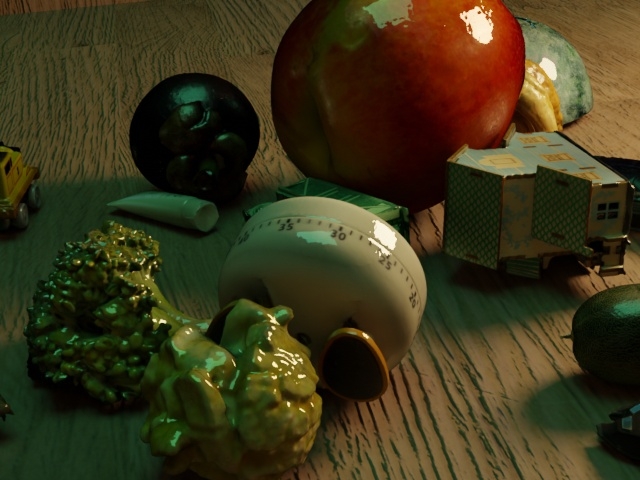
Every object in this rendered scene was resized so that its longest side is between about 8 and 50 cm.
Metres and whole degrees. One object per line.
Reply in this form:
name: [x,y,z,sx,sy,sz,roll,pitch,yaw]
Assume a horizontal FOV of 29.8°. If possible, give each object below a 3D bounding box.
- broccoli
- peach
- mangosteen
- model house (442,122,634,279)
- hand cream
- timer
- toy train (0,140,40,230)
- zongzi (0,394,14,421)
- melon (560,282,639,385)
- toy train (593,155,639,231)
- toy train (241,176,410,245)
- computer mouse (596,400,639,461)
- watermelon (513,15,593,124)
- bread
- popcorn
broccoli: [-0.223,0.068,1.423,0.273,0.180,0.242,-2,23,5]
peach: [0.122,-0.232,1.758,0.388,0.388,0.388,-3,24,2]
mangosteen: [-0.193,-0.151,1.911,0.211,0.211,0.250,-10,35,-14]
model house: [0.260,-0.040,1.590,0.206,0.178,0.271,-4,26,-14]
hand cream: [-0.243,-0.052,1.870,0.205,0.050,0.078,13,28,43]
timer: [0.007,0.049,1.357,0.233,0.233,0.240,4,41,18]
toy train: [-0.505,-0.089,1.896,0.089,0.127,0.219,-3,25,2]
zongzi: [-0.566,0.091,1.522,0.467,0.218,0.500,21,11,-5]
melon: [0.351,0.103,1.331,0.167,0.114,0.114,-2,24,6]
toy train: [0.494,-0.053,1.695,0.409,0.089,0.086,10,50,31]
toy train: [0.000,0.000,1.638,0.154,0.115,0.269,-17,21,-30]
computer mouse: [0.344,0.196,1.207,0.135,0.047,0.079,3,28,43]
watermelon: [0.331,-0.294,2.148,0.322,0.188,0.175,-12,20,-3]
bread: [0.286,-0.209,1.951,0.236,0.198,0.120,18,47,40]
popcorn: [-0.093,0.164,1.201,0.187,0.167,0.185,-9,29,-2]
